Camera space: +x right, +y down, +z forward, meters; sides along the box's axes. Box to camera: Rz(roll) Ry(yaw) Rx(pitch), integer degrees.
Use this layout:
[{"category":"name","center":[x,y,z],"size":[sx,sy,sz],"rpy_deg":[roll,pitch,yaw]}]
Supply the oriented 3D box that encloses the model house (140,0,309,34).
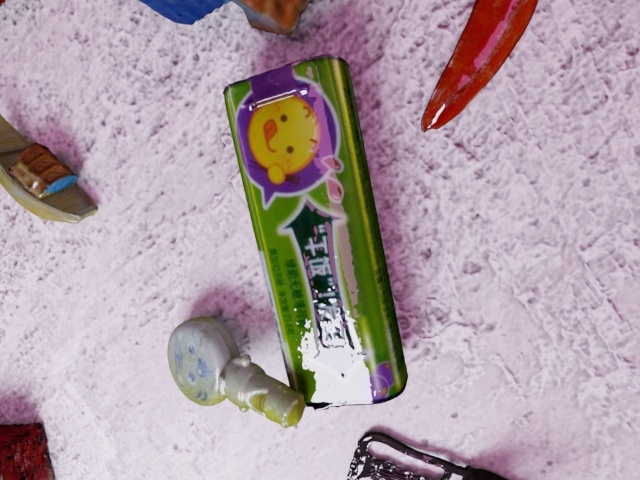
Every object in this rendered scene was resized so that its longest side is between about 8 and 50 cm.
[{"category":"model house","center":[-0.054,-0.319,0.332],"size":[0.329,0.252,0.295],"rpy_deg":[30,101,-3]}]

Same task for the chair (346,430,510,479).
[{"category":"chair","center":[0.144,0.319,0.451],"size":[0.229,0.113,0.106],"rpy_deg":[16,98,3]}]

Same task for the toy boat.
[{"category":"toy boat","center":[-0.348,-0.087,0.487],"size":[0.172,0.065,0.066],"rpy_deg":[45,115,-5]}]

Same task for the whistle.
[{"category":"whistle","center":[-0.098,0.150,0.456],"size":[0.198,0.057,0.104],"rpy_deg":[12,105,32]}]

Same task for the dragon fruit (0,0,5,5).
[{"category":"dragon fruit","center":[-0.414,-0.311,0.418],"size":[0.136,0.166,0.133],"rpy_deg":[1,78,37]}]

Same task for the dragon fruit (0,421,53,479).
[{"category":"dragon fruit","center":[-0.458,0.324,0.534],"size":[0.161,0.127,0.120],"rpy_deg":[-5,89,8]}]

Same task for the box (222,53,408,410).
[{"category":"box","center":[0.000,0.000,0.433],"size":[0.134,0.097,0.345],"rpy_deg":[-11,96,18]}]

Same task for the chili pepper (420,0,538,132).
[{"category":"chili pepper","center":[0.174,-0.231,0.392],"size":[0.063,0.071,0.272],"rpy_deg":[10,108,-33]}]
